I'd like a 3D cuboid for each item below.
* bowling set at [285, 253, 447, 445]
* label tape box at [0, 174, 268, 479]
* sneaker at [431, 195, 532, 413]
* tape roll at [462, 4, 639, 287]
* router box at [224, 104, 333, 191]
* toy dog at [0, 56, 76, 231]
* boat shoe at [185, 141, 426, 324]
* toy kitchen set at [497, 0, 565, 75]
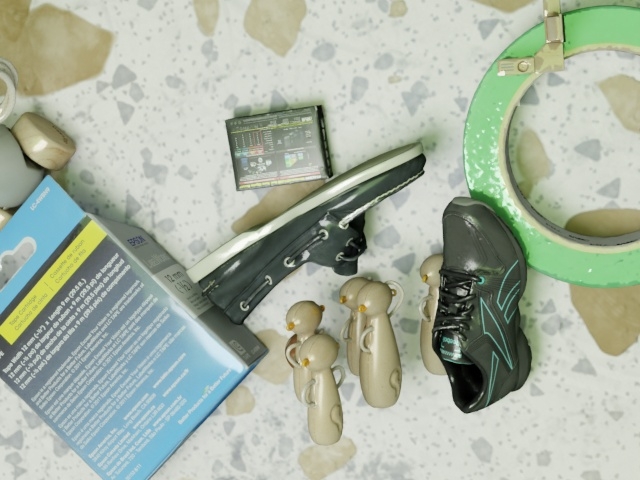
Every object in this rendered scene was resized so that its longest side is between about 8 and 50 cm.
[{"bbox_3d":[0.019,0.109,1.425,0.200,0.287,0.154,10,113,39],"label":"bowling set"},{"bbox_3d":[-0.279,0.117,1.528,0.347,0.115,0.249,44,105,5],"label":"label tape box"},{"bbox_3d":[0.181,0.080,1.384,0.101,0.106,0.267,10,122,45],"label":"sneaker"},{"bbox_3d":[0.327,-0.108,1.377,0.321,0.077,0.321,2,99,12],"label":"tape roll"},{"bbox_3d":[-0.051,-0.114,1.476,0.122,0.038,0.092,-7,97,13],"label":"router box"},{"bbox_3d":[-0.447,-0.117,1.447,0.161,0.334,0.220,39,80,21],"label":"toy dog"},{"bbox_3d":[-0.002,0.001,1.440,0.340,0.127,0.113,-30,93,17],"label":"boat shoe"},{"bbox_3d":[0.229,-0.224,1.305,0.075,0.068,0.083,-3,98,13],"label":"toy kitchen set"}]
